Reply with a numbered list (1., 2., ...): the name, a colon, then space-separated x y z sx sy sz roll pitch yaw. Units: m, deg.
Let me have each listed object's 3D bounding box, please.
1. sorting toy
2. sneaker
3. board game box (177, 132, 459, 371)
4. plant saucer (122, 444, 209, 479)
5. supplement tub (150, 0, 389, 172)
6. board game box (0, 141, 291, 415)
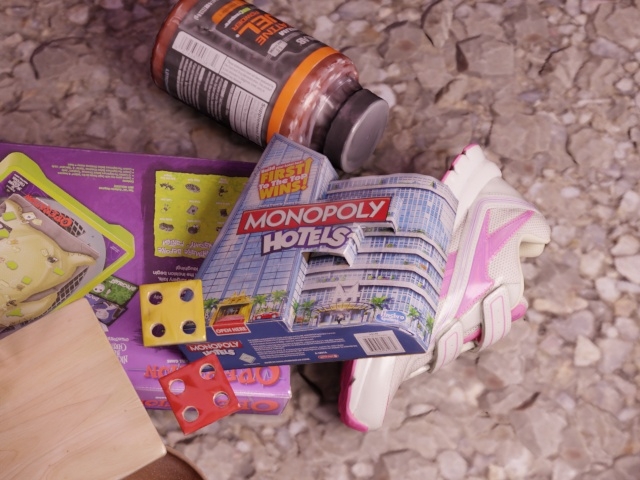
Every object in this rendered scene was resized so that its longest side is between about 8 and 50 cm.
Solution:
1. sorting toy: -0.191 0.128 1.361 0.274 0.046 0.132 -29 77 -6
2. sneaker: 0.101 0.049 1.460 0.111 0.103 0.252 31 73 3
3. board game box: 0.000 0.000 1.417 0.194 0.060 0.194 -7 49 25
4. plant saucer: -0.161 0.235 1.351 0.198 0.036 0.199 -7 51 9
5. supplement tub: -0.040 -0.133 1.583 0.198 0.106 0.106 30 63 19
6. board game box: -0.197 0.027 1.459 0.346 0.056 0.208 5 60 -11
